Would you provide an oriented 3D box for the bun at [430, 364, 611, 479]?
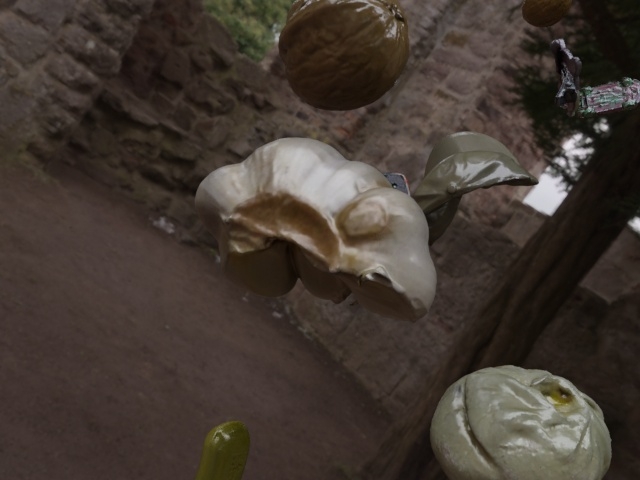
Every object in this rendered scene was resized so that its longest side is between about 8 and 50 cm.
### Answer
[{"bbox_3d":[0.407,0.375,1.383,0.365,0.219,0.365,6,20,-2],"label":"bun"}]

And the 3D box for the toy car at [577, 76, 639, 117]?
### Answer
[{"bbox_3d":[0.641,-0.312,1.511,0.142,0.069,0.055,-8,-20,26],"label":"toy car"}]

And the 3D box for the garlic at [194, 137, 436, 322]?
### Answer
[{"bbox_3d":[-0.001,-0.015,0.766,0.281,0.185,0.203,8,-22,14],"label":"garlic"}]

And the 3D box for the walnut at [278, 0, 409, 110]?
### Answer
[{"bbox_3d":[0.034,-0.324,1.122,0.228,0.228,0.228,36,2,-1],"label":"walnut"}]

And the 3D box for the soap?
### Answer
[{"bbox_3d":[-0.132,0.301,0.879,0.045,0.140,0.089,19,1,29],"label":"soap"}]

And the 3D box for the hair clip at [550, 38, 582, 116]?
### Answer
[{"bbox_3d":[0.530,-0.339,1.466,0.187,0.056,0.146,-68,149,-53],"label":"hair clip"}]

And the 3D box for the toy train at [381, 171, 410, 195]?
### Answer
[{"bbox_3d":[0.047,-0.119,1.811,0.089,0.409,0.086,-50,-128,57],"label":"toy train"}]

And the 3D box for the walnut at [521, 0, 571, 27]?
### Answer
[{"bbox_3d":[0.527,-0.555,1.591,0.124,0.105,0.105,-24,-46,39],"label":"walnut"}]

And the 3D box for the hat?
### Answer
[{"bbox_3d":[0.179,-0.102,0.921,0.144,0.166,0.173,36,28,-52],"label":"hat"}]
